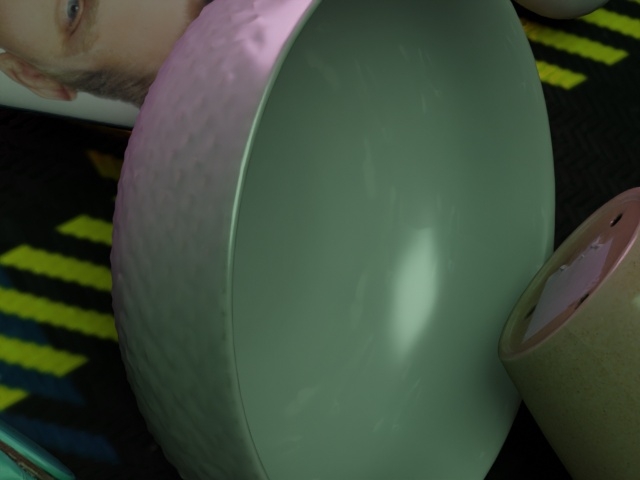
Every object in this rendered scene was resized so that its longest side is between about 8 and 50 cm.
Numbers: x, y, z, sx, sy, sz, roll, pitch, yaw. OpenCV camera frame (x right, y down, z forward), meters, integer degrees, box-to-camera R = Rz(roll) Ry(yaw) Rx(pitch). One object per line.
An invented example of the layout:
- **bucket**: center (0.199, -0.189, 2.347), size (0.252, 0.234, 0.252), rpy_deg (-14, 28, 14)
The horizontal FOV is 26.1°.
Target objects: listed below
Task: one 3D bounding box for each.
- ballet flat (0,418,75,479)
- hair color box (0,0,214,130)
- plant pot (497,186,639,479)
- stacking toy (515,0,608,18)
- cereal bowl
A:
- **ballet flat**: center (-0.251, 0.089, 0.767), size (0.247, 0.083, 0.087), rpy_deg (41, 80, 3)
- **hair color box**: center (-0.214, -0.167, 0.778), size (0.347, 0.105, 0.174), rpy_deg (8, 94, -28)
- **plant pot**: center (0.244, 0.104, 0.788), size (0.274, 0.256, 0.256), rpy_deg (39, 66, -6)
- **stacking toy**: center (0.127, -0.390, 0.957), size (0.351, 0.350, 0.480), rpy_deg (-18, 96, -20)
- **cereal bowl**: center (0.000, 0.000, 0.777), size (0.339, 0.141, 0.339), rpy_deg (-10, 103, -54)
